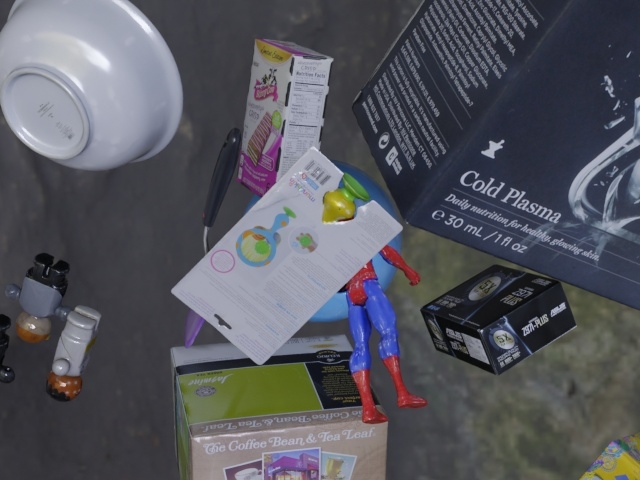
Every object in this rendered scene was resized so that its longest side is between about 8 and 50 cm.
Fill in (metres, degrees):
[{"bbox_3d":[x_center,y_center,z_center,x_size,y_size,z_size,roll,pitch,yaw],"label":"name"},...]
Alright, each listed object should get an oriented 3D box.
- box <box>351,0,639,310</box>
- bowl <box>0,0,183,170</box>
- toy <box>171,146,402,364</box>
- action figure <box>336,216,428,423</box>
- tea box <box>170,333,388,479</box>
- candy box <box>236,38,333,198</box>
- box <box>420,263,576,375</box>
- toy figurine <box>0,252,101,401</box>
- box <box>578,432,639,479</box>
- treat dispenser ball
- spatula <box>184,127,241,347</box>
[{"bbox_3d":[0.382,-0.206,1.675,0.480,0.472,0.297,19,30,-29],"label":"box"},{"bbox_3d":[-0.352,-0.207,1.787,0.134,0.298,0.298,-53,134,-46],"label":"bowl"},{"bbox_3d":[-0.037,0.014,1.427,0.137,0.237,0.056,41,21,-12],"label":"toy"},{"bbox_3d":[0.074,0.079,1.553,0.139,0.091,0.280,14,56,-55],"label":"action figure"},{"bbox_3d":[-0.080,0.335,2.214,0.323,0.329,0.220,-118,-154,-66],"label":"tea box"},{"bbox_3d":[-0.058,-0.182,1.962,0.159,0.071,0.233,34,-62,60],"label":"candy box"},{"bbox_3d":[0.256,0.112,1.859,0.180,0.147,0.077,18,-46,65],"label":"box"},{"bbox_3d":[-0.406,0.121,1.661,0.209,0.213,0.148,2,120,-39],"label":"toy figurine"},{"bbox_3d":[0.457,0.474,1.798,0.279,0.290,0.177,-54,155,15],"label":"box"},{"bbox_3d":[0.000,0.000,2.247,0.288,0.288,0.288,-6,90,-70],"label":"treat dispenser ball"},{"bbox_3d":[-0.124,-0.001,1.460,0.084,0.030,0.296,-93,-167,-54],"label":"spatula"}]
